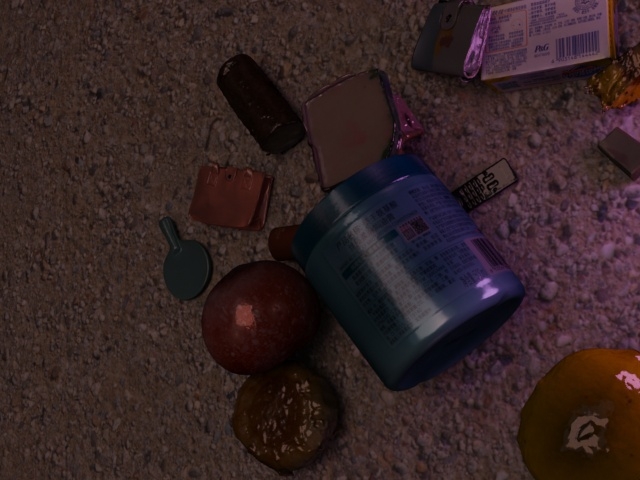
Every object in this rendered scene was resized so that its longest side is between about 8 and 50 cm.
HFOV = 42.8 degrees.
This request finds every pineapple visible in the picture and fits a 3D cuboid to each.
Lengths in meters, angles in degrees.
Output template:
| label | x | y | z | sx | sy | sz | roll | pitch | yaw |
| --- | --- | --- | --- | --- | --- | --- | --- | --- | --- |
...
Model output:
| label | x | y | z | sx | sy | sz | roll | pitch | yaw |
| --- | --- | --- | --- | --- | --- | --- | --- | --- | --- |
| pineapple | 0.620 | -0.326 | 1.532 | 0.233 | 0.135 | 0.080 | -37 | 72 | 30 |

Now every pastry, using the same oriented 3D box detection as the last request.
| label | x | y | z | sx | sy | sz | roll | pitch | yaw |
| --- | --- | --- | --- | --- | --- | --- | --- | --- | --- |
| pastry | -0.074 | 0.384 | 1.811 | 0.257 | 0.120 | 0.236 | 34 | 94 | 34 |

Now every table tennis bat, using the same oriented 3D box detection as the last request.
| label | x | y | z | sx | sy | sz | roll | pitch | yaw |
| --- | --- | --- | --- | --- | --- | --- | --- | --- | --- |
| table tennis bat | -0.360 | 0.041 | 2.107 | 0.149 | 0.038 | 0.237 | -38 | 67 | 21 |

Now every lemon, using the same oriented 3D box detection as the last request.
| label | x | y | z | sx | sy | sz | roll | pitch | yaw |
| --- | --- | --- | --- | --- | --- | --- | --- | --- | --- |
| lemon | 0.479 | 0.325 | 1.407 | 0.260 | 0.260 | 0.284 | 9 | 65 | 33 |

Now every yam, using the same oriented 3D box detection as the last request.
| label | x | y | z | sx | sy | sz | roll | pitch | yaw |
| --- | --- | --- | --- | --- | --- | --- | --- | --- | --- |
| yam | -0.153 | -0.332 | 2.006 | 0.131 | 0.131 | 0.280 | -45 | 60 | 16 |

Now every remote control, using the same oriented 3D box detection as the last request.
| label | x | y | z | sx | sy | sz | roll | pitch | yaw |
| --- | --- | --- | --- | --- | --- | --- | --- | --- | --- |
| remote control | 0.304 | -0.083 | 1.731 | 0.245 | 0.025 | 0.063 | -34 | 65 | 21 |

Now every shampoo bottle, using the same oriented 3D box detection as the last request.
| label | x | y | z | sx | sy | sz | roll | pitch | yaw |
| --- | --- | --- | --- | --- | --- | --- | --- | --- | --- |
| shampoo bottle | -0.001 | -0.002 | 1.868 | 0.244 | 0.085 | 0.086 | -5 | 77 | 29 |
| shampoo bottle | 0.170 | 0.066 | 1.587 | 0.331 | 0.331 | 0.343 | -43 | 67 | 17 |

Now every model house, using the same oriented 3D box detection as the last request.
| label | x | y | z | sx | sy | sz | roll | pitch | yaw |
| --- | --- | --- | --- | --- | --- | --- | --- | --- | --- |
| model house | 0.115 | -0.200 | 1.742 | 0.202 | 0.237 | 0.237 | -25 | 64 | 23 |

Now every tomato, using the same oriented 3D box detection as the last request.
| label | x | y | z | sx | sy | sz | roll | pitch | yaw |
| --- | --- | --- | --- | --- | --- | --- | --- | --- | --- |
| tomato | -0.135 | 0.159 | 1.801 | 0.270 | 0.270 | 0.227 | -20 | 101 | 27 |

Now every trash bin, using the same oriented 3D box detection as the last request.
| label | x | y | z | sx | sy | sz | roll | pitch | yaw |
| --- | --- | --- | --- | --- | --- | --- | --- | --- | --- |
| trash bin | 0.587 | -0.168 | 1.567 | 0.061 | 0.043 | 0.092 | -48 | 57 | 14 |

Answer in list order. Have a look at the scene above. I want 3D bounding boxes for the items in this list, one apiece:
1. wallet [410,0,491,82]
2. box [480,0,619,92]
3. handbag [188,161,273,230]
| label | x | y | z | sx | sy | sz | roll | pitch | yaw |
| --- | --- | --- | --- | --- | --- | --- | --- | --- | --- |
| wallet | 0.284 | -0.428 | 1.733 | 0.231 | 0.069 | 0.170 | 38 | 114 | 62 |
| box | 0.464 | -0.406 | 1.657 | 0.265 | 0.097 | 0.169 | -6 | 76 | 30 |
| handbag | -0.226 | -0.111 | 2.040 | 0.212 | 0.059 | 0.158 | 9 | 85 | 33 |
